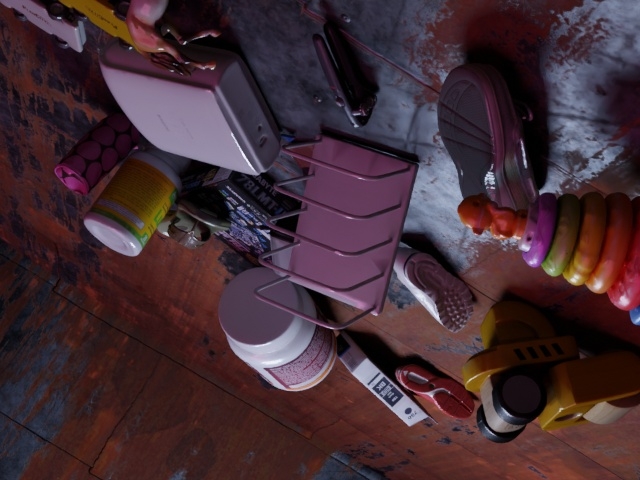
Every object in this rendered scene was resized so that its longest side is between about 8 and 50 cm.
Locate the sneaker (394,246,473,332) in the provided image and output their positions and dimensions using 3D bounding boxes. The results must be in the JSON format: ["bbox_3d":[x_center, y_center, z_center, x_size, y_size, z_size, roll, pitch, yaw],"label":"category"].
[{"bbox_3d":[0.223,0.094,1.813,0.094,0.090,0.235,21,155,55],"label":"sneaker"}]

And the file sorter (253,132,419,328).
[{"bbox_3d":[0.016,-0.015,1.522,0.192,0.278,0.173,21,-160,24],"label":"file sorter"}]

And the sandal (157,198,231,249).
[{"bbox_3d":[-0.284,-0.020,1.968,0.120,0.086,0.302,26,162,-20],"label":"sandal"}]

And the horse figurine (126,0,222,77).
[{"bbox_3d":[-0.232,-0.357,1.367,0.174,0.066,0.263,10,130,-2],"label":"horse figurine"}]

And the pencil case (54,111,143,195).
[{"bbox_3d":[-0.467,-0.181,1.915,0.095,0.209,0.098,14,136,27],"label":"pencil case"}]

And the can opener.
[{"bbox_3d":[0.031,-0.244,1.364,0.073,0.059,0.186,15,153,34],"label":"can opener"}]

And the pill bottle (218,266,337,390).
[{"bbox_3d":[-0.101,0.217,2.194,0.224,0.224,0.392,22,165,20],"label":"pill bottle"}]

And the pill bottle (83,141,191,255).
[{"bbox_3d":[-0.380,-0.101,1.922,0.136,0.246,0.136,26,157,12],"label":"pill bottle"}]

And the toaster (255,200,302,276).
[{"bbox_3d":[0.000,0.000,1.739,0.185,0.168,0.110,19,129,25],"label":"toaster"}]

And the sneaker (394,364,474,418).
[{"bbox_3d":[0.289,0.379,2.334,0.221,0.087,0.128,36,173,-10],"label":"sneaker"}]

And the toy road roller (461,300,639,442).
[{"bbox_3d":[0.437,0.237,1.740,0.329,0.241,0.202,-7,156,-6],"label":"toy road roller"}]

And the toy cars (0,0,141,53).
[{"bbox_3d":[-0.412,-0.410,1.546,0.393,0.087,0.176,14,150,42],"label":"toy cars"}]

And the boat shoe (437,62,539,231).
[{"bbox_3d":[0.252,-0.135,1.291,0.118,0.103,0.320,37,160,42],"label":"boat shoe"}]

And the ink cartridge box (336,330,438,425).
[{"bbox_3d":[0.168,0.384,2.404,0.332,0.065,0.165,44,180,-29],"label":"ink cartridge box"}]

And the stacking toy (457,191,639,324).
[{"bbox_3d":[0.335,-0.007,1.240,0.301,0.175,0.166,12,153,3],"label":"stacking toy"}]

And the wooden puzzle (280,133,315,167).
[{"bbox_3d":[-0.022,-0.157,1.670,0.078,0.014,0.116,9,149,34],"label":"wooden puzzle"}]

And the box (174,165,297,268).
[{"bbox_3d":[-0.150,-0.046,1.977,0.295,0.073,0.293,41,156,-23],"label":"box"}]

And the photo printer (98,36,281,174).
[{"bbox_3d":[-0.245,-0.250,1.631,0.307,0.107,0.256,18,154,29],"label":"photo printer"}]
